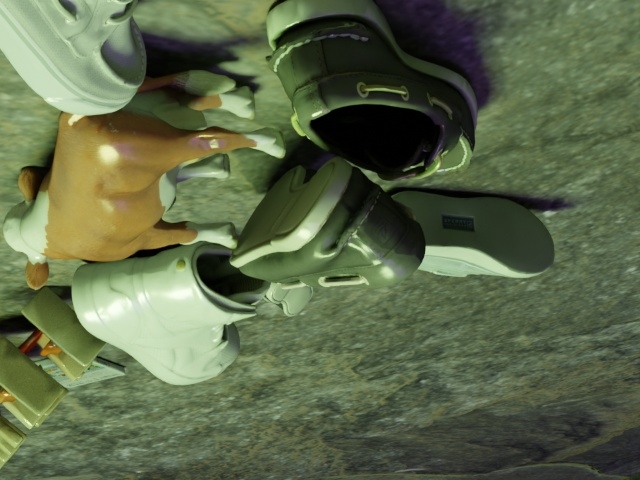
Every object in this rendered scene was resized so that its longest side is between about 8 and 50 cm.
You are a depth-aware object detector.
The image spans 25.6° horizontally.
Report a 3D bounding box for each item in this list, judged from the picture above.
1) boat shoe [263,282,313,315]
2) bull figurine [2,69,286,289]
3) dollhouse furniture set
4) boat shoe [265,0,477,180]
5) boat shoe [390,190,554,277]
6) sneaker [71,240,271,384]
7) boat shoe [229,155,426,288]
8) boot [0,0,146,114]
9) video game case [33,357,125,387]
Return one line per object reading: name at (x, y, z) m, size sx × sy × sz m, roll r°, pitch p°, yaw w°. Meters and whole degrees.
boat shoe at (-0.044, 0.054, 1.580) m, size 0.046 × 0.038 × 0.125 m, roll -55°, pitch 159°, yaw 3°
bull figurine at (-0.152, -0.047, 1.141) m, size 0.188 × 0.101 × 0.310 m, roll -7°, pitch 164°, yaw -19°
dollhouse furniture set at (-0.382, 0.179, 1.554) m, size 0.259 × 0.135 × 0.262 m, roll -50°, pitch -177°, yaw -31°
boat shoe at (0.050, -0.096, 1.101) m, size 0.109 × 0.091 × 0.305 m, roll -16°, pitch 160°, yaw 21°
boat shoe at (0.138, -0.003, 1.458) m, size 0.227 × 0.079 × 0.081 m, roll 10°, pitch 161°, yaw -32°
sneaker at (-0.117, 0.080, 1.513) m, size 0.169 × 0.108 × 0.292 m, roll -13°, pitch 160°, yaw 20°
boat shoe at (0.000, 0.000, 1.181) m, size 0.095 × 0.112 × 0.335 m, roll 36°, pitch 173°, yaw -9°
boot at (-0.130, -0.152, 0.839) m, size 0.123 × 0.095 × 0.258 m, roll -7°, pitch 162°, yaw 16°
video game case at (-0.318, 0.167, 1.820) m, size 0.087 × 0.011 × 0.122 m, roll -14°, pitch 161°, yaw 16°
